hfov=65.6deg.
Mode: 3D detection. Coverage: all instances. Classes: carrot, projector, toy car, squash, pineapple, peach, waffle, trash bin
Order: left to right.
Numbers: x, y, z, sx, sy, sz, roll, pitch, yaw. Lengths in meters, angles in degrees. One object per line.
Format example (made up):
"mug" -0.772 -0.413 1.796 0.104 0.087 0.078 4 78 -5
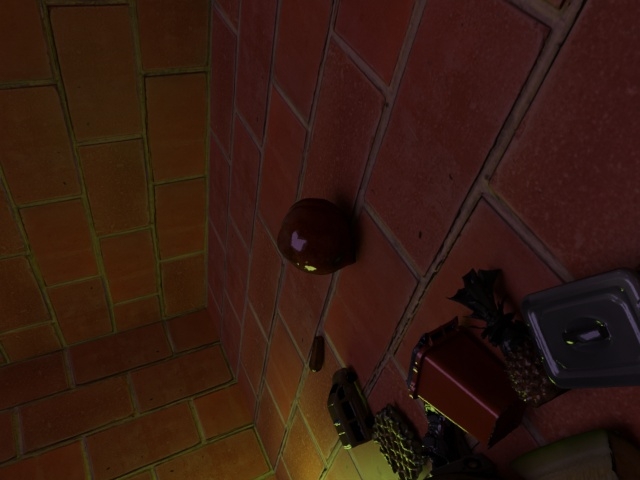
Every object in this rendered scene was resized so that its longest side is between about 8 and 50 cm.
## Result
"carrot" -0.013 0.446 1.945 0.055 0.055 0.161 44 133 48
"peach" 0.000 0.000 1.499 0.232 0.257 0.232 -155 90 -86
"toy car" 0.091 0.574 1.703 0.256 0.125 0.101 66 152 19
"waffle" 0.236 0.613 1.506 0.223 0.054 0.204 52 146 37
"projector" 0.332 0.579 1.175 0.061 0.147 0.115 -140 42 -64
"trash bin" 0.318 0.302 1.072 0.239 0.161 0.184 35 134 44
"pineapple" 0.364 0.174 0.951 0.277 0.130 0.119 57 178 31
"squash" 0.466 0.465 0.872 0.288 0.111 0.203 115 168 -49

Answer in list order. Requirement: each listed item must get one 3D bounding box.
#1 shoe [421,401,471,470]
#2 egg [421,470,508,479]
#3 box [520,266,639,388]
"shoe" 0.292 0.502 1.251 0.227 0.126 0.099 70 157 9
"egg" 0.273 0.640 0.966 0.428 0.345 0.344 -17 90 20
"box" 0.433 0.132 0.755 0.227 0.130 0.162 -41 66 61
